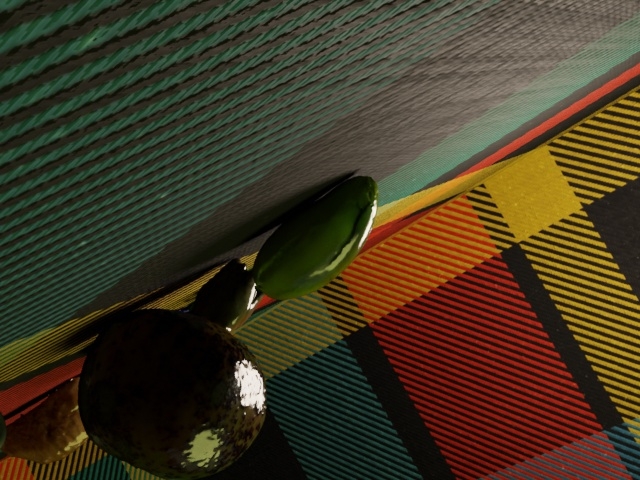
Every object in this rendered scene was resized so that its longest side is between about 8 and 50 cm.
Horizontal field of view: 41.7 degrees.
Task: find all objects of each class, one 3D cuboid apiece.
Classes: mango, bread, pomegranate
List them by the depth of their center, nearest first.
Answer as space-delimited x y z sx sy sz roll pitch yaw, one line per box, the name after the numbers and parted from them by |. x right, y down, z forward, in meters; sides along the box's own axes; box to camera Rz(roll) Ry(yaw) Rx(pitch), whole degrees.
0.000 0.000 1.180 0.233 0.111 0.125 -44 -176 19 | mango
-0.191 0.177 1.241 0.340 0.285 0.285 -63 -174 -18 | pomegranate
-0.546 0.384 1.749 0.260 0.134 0.129 -30 176 4 | bread

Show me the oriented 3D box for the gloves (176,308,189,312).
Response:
-0.277 0.148 1.551 0.064 0.026 0.086 -29 180 13 | gloves

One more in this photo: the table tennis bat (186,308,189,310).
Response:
-0.164 0.096 1.639 0.310 0.038 0.200 -29 177 38 | table tennis bat

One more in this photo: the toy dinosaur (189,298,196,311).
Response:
-0.195 0.110 1.484 0.096 0.059 0.132 -25 -175 19 | toy dinosaur

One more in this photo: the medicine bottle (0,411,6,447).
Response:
-0.538 0.296 1.165 0.217 0.090 0.090 -31 175 22 | medicine bottle
